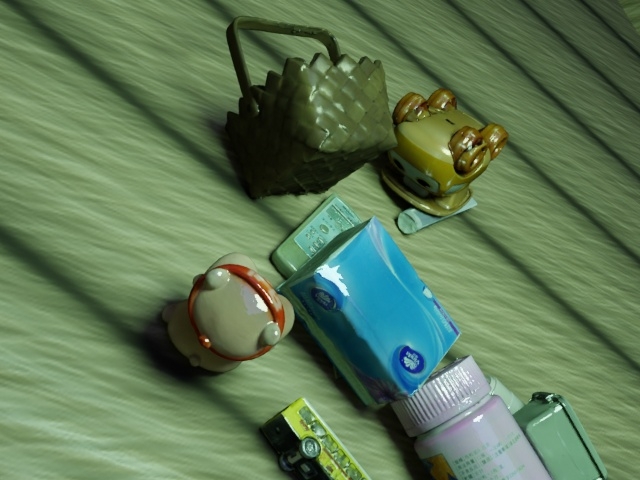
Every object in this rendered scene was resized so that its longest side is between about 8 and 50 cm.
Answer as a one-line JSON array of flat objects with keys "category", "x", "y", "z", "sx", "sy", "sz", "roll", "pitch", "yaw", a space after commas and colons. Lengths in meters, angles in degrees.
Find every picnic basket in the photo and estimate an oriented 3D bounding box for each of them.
[{"category": "picnic basket", "x": -0.032, "y": -0.261, "z": 1.315, "sx": 0.254, "sy": 0.291, "sz": 0.320, "roll": -6, "pitch": 75, "yaw": -39}]

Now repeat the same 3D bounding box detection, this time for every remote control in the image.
[{"category": "remote control", "x": 0.000, "y": 0.000, "z": 1.346, "sx": 0.098, "sy": 0.038, "sz": 0.233, "roll": 47, "pitch": 45, "yaw": -3}]

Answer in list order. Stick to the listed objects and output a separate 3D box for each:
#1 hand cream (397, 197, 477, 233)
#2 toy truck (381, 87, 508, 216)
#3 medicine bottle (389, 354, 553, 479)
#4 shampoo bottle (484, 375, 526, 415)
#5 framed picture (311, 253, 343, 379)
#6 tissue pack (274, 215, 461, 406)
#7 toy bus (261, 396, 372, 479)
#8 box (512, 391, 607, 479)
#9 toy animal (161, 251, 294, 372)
[{"category": "hand cream", "x": 0.263, "y": -0.072, "z": 1.576, "sx": 0.079, "sy": 0.048, "sz": 0.255, "roll": 47, "pitch": 44, "yaw": 17}, {"category": "toy truck", "x": 0.260, "y": -0.191, "z": 1.511, "sx": 0.204, "sy": 0.211, "sz": 0.288, "roll": 38, "pitch": 35, "yaw": 20}, {"category": "medicine bottle", "x": 0.263, "y": 0.361, "z": 1.208, "sx": 0.178, "sy": 0.178, "sz": 0.290, "roll": -22, "pitch": 77, "yaw": -43}, {"category": "shampoo bottle", "x": 0.373, "y": 0.357, "z": 1.352, "sx": 0.303, "sy": 0.092, "sz": 0.092, "roll": 43, "pitch": 46, "yaw": -4}, {"category": "framed picture", "x": 0.072, "y": 0.133, "z": 1.304, "sx": 0.173, "sy": 0.010, "sz": 0.231, "roll": -2, "pitch": 74, "yaw": -38}, {"category": "tissue pack", "x": 0.089, "y": 0.121, "z": 1.217, "sx": 0.263, "sy": 0.146, "sz": 0.198, "roll": 54, "pitch": 50, "yaw": -7}, {"category": "toy bus", "x": 0.005, "y": 0.356, "z": 1.095, "sx": 0.226, "sy": 0.081, "sz": 0.074, "roll": 49, "pitch": 41, "yaw": 5}, {"category": "box", "x": 0.412, "y": 0.365, "z": 1.254, "sx": 0.093, "sy": 0.124, "sz": 0.172, "roll": -28, "pitch": 86, "yaw": -12}, {"category": "toy animal", "x": -0.136, "y": 0.112, "z": 1.061, "sx": 0.171, "sy": 0.198, "sz": 0.171, "roll": 16, "pitch": 59, "yaw": -28}]
